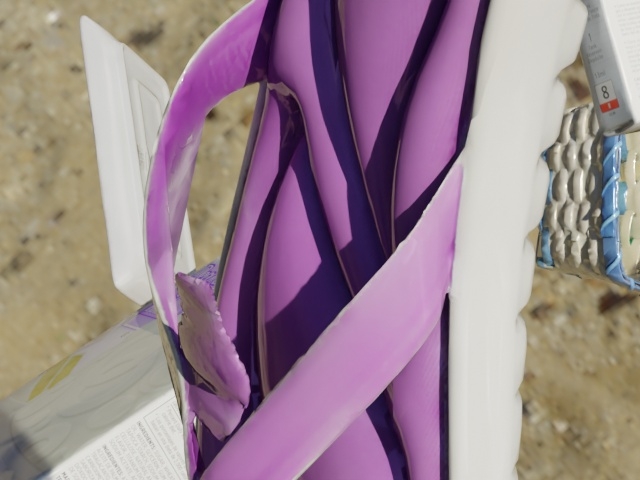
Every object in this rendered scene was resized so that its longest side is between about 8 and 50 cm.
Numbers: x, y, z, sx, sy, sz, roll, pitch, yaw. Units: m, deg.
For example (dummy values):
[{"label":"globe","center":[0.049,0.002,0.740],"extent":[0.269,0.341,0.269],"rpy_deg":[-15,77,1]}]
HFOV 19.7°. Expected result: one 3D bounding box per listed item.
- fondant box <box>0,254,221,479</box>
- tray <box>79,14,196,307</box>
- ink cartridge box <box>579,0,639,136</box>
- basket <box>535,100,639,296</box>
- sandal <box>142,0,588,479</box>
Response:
[{"label":"fondant box","center":[-0.115,0.122,1.391],"extent":[0.330,0.096,0.238],"rpy_deg":[-33,16,-18]},{"label":"tray","center":[-0.154,-0.060,1.630],"extent":[0.030,0.145,0.270],"rpy_deg":[-18,64,17]},{"label":"ink cartridge box","center":[0.210,-0.160,1.092],"extent":[0.145,0.179,0.045],"rpy_deg":[-12,-7,-25]},{"label":"basket","center":[0.386,-0.058,2.049],"extent":[0.289,0.201,0.255],"rpy_deg":[3,89,50]},{"label":"sandal","center":[-0.008,-0.004,0.601],"extent":[0.169,0.102,0.416],"rpy_deg":[31,117,53]}]
